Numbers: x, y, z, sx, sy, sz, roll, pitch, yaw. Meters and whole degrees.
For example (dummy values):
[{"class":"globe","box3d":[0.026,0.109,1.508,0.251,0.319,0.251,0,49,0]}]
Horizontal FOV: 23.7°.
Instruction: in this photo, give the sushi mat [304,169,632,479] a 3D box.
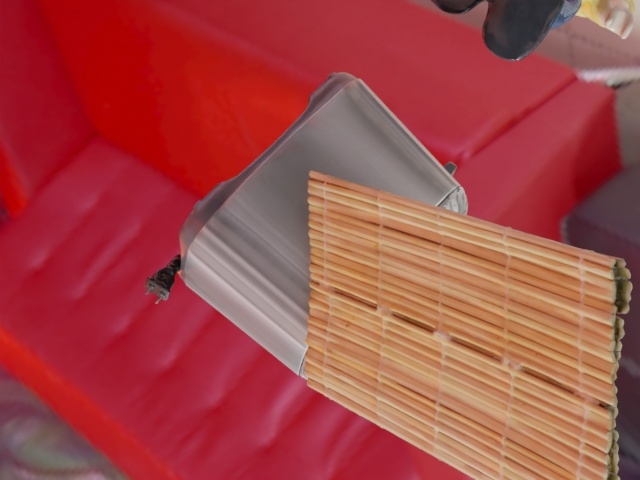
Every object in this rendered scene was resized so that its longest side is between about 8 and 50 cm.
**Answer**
[{"class":"sushi mat","box3d":[0.072,0.055,0.881,0.316,0.019,0.151,21,111,59]}]

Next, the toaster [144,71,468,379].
[{"class":"toaster","box3d":[0.000,0.000,1.101,0.146,0.227,0.129,41,158,10]}]

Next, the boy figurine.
[{"class":"boy figurine","box3d":[0.188,-0.231,1.221,0.177,0.285,0.092,42,127,4]}]
